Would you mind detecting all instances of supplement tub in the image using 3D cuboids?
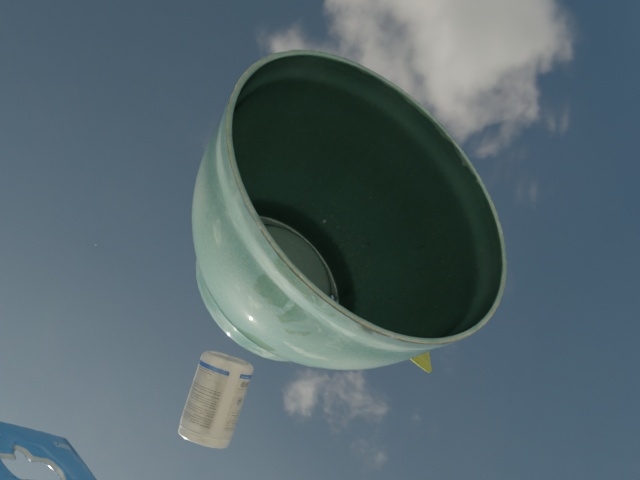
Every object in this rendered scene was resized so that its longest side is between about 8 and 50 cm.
[{"bbox_3d":[-0.133,0.200,0.871,0.071,0.071,0.107,20,-95,-17],"label":"supplement tub"}]

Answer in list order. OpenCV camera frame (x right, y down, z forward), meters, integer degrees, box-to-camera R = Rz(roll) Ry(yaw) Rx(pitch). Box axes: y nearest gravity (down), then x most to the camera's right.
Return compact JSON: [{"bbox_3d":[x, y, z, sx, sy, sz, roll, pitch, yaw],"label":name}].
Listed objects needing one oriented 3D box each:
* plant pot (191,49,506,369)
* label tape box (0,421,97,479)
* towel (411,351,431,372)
[{"bbox_3d":[0.000,0.000,0.648,0.293,0.196,0.293,21,-132,-25],"label":"plant pot"},{"bbox_3d":[-0.144,0.275,0.395,0.115,0.249,0.348,-37,-107,-13],"label":"label tape box"},{"bbox_3d":[0.110,0.119,1.026,0.237,0.021,0.102,41,-142,-50],"label":"towel"}]
